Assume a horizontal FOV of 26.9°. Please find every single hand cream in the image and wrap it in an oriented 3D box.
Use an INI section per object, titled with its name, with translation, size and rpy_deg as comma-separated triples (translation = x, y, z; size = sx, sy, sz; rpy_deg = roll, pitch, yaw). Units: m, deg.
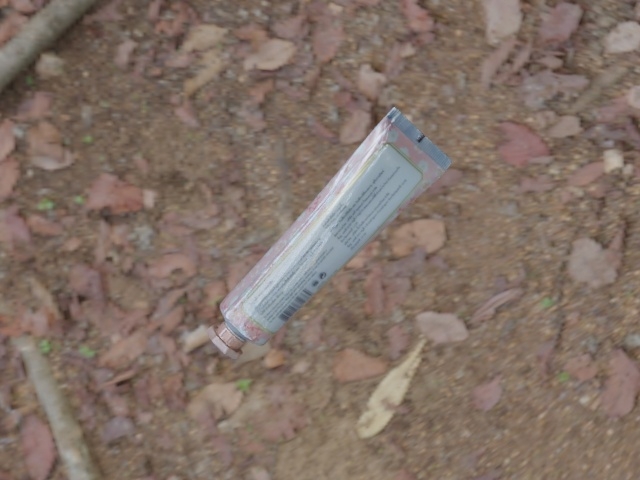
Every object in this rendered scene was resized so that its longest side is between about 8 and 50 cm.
[hand cream]
translation = 0.000, 0.000, 0.947
size = 0.209, 0.067, 0.043
rpy_deg = -46, 30, 7
